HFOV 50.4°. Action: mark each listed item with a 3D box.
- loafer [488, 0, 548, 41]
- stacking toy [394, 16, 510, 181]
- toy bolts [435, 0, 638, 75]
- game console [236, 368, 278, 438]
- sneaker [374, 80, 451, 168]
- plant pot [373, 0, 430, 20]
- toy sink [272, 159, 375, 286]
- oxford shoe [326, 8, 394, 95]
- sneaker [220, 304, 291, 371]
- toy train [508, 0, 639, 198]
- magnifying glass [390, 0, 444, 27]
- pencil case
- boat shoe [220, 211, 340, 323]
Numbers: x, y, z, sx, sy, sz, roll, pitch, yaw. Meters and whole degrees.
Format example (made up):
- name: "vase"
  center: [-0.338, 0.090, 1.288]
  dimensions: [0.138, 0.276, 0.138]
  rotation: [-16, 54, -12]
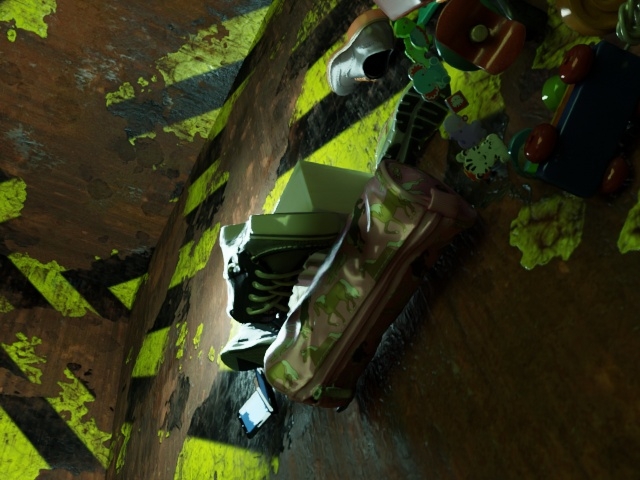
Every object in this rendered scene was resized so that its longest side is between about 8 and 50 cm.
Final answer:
- name: "loafer"
  center: [0.262, -0.317, 0.987]
  dimensions: [0.220, 0.080, 0.078]
  rotation: [-89, 23, -62]
- name: "stacking toy"
  center: [0.156, -0.171, 0.858]
  dimensions: [0.052, 0.221, 0.167]
  rotation: [-33, 0, 10]
- name: "toy bolts"
  center: [0.246, -0.296, 0.830]
  dimensions: [0.228, 0.218, 0.158]
  rotation: [-53, 7, 14]
- name: "game console"
  center: [-0.133, 0.310, 1.339]
  dimensions: [0.122, 0.071, 0.107]
  rotation: [-152, 47, -68]
- name: "sneaker"
  center: [0.143, -0.201, 1.147]
  dimensions: [0.208, 0.082, 0.094]
  rotation: [-61, 20, 20]
- name: "plant pot"
  center: [0.163, -0.495, 1.043]
  dimensions: [0.267, 0.235, 0.267]
  rotation: [-28, 12, -4]
- name: "toy sink"
  center: [0.000, 0.000, 1.168]
  dimensions: [0.234, 0.153, 0.131]
  rotation: [-60, 33, 38]
- name: "oxford shoe"
  center: [0.082, -0.368, 1.440]
  dimensions: [0.271, 0.097, 0.098]
  rotation: [126, 126, -67]
- name: "sneaker"
  center: [-0.080, 0.172, 1.328]
  dimensions: [0.226, 0.086, 0.163]
  rotation: [-8, 36, 40]
- name: "toy train"
  center: [0.295, -0.173, 0.745]
  dimensions: [0.143, 0.105, 0.248]
  rotation: [-126, 58, -81]
- name: "magnifying glass"
  center: [0.204, -0.449, 1.268]
  dimensions: [0.231, 0.026, 0.092]
  rotation: [-1, 107, 61]
- name: "pencil case"
  center: [0.064, 0.068, 0.982]
  dimensions: [0.167, 0.160, 0.386]
  rotation: [44, 114, 32]
- name: "boat shoe"
  center: [-0.062, 0.046, 1.000]
  dimensions: [0.340, 0.127, 0.158]
  rotation: [169, 98, -70]
